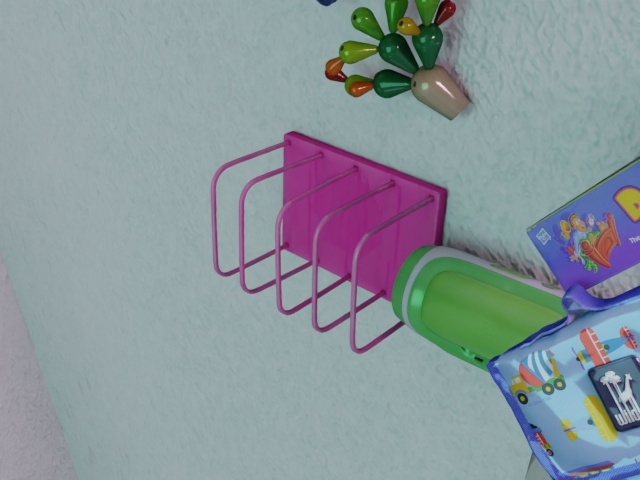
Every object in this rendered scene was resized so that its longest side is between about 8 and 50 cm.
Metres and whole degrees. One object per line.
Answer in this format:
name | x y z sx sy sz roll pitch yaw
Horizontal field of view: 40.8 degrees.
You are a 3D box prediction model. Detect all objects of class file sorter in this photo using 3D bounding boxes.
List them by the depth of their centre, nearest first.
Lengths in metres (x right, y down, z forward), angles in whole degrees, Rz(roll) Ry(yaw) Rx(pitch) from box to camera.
file sorter | 0.000 0.000 1.222 0.291 0.182 0.202 25 127 35

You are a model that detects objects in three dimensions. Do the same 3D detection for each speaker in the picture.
speaker | 0.238 0.103 1.076 0.297 0.131 0.131 23 125 37

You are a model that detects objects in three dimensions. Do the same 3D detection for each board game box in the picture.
board game box | 0.378 -0.090 0.751 0.078 0.233 0.347 57 138 6

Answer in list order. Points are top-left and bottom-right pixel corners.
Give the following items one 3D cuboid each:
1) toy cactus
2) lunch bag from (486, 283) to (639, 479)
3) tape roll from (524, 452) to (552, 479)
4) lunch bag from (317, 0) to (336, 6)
toy cactus | 0.110 -0.225 1.077 0.180 0.112 0.219 42 136 -5
lunch bag | 0.313 0.157 0.782 0.221 0.138 0.293 -32 96 35
tape roll | 0.417 0.311 0.946 0.392 0.072 0.392 12 124 18
lunch bag | 0.024 -0.357 1.101 0.067 0.065 0.098 47 145 -4
